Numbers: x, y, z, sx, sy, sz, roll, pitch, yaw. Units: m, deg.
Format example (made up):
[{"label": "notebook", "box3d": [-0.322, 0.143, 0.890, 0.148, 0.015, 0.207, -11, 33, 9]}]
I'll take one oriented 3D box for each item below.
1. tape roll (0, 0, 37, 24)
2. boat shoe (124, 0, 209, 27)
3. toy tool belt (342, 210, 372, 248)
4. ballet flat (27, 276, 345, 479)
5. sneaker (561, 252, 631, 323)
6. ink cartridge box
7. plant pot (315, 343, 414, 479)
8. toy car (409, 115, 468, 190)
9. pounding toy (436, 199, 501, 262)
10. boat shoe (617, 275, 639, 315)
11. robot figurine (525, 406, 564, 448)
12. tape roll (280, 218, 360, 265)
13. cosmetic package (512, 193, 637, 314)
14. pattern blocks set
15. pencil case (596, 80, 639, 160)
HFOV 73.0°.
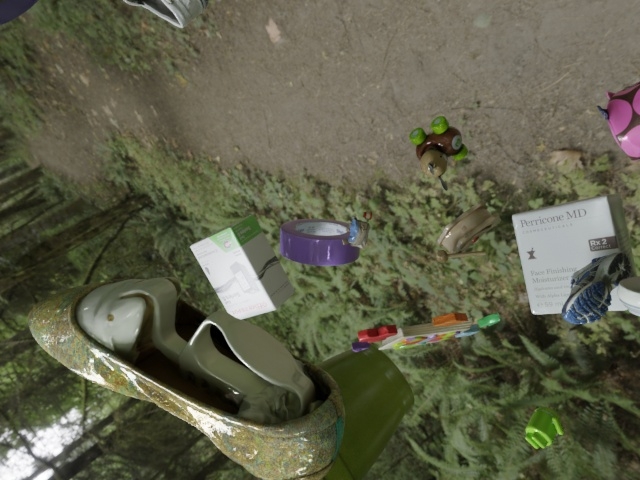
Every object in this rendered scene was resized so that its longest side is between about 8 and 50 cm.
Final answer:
[{"label": "tape roll", "box3d": [-0.362, -0.312, 0.424, 0.080, 0.189, 0.189, 42, 156, -2]}, {"label": "boat shoe", "box3d": [-0.326, -0.459, 0.760, 0.267, 0.088, 0.096, 32, 166, 2]}, {"label": "toy tool belt", "box3d": [0.079, -0.027, 0.934, 0.052, 0.051, 0.083, -118, 39, -78]}, {"label": "ballet flat", "box3d": [-0.132, 0.101, 0.415, 0.348, 0.123, 0.123, 25, 149, 14]}, {"label": "sneaker", "box3d": [0.395, 0.072, 0.639, 0.052, 0.135, 0.058, 53, 164, -9]}, {"label": "ink cartridge box", "box3d": [-0.232, 0.087, 1.299, 0.198, 0.115, 0.273, -21, 102, 36]}, {"label": "plant pot", "box3d": [0.070, 0.491, 1.251, 0.366, 0.353, 0.367, 47, 158, 25]}, {"label": "toy car", "box3d": [0.362, -0.248, 1.317, 0.148, 0.189, 0.155, -23, 133, 35]}, {"label": "pounding toy", "box3d": [0.497, 0.005, 1.439, 0.155, 0.269, 0.154, 52, 175, 24]}, {"label": "boat shoe", "box3d": [0.426, 0.093, 0.434, 0.227, 0.079, 0.081, 9, 110, 20]}, {"label": "robot figurine", "box3d": [0.586, 0.488, 1.137, 0.067, 0.115, 0.101, 42, 148, 9]}, {"label": "tape roll", "box3d": [0.000, 0.000, 1.472, 0.274, 0.274, 0.090, 22, 115, 50]}, {"label": "cosmetic package", "box3d": [0.455, 0.023, 0.769, 0.151, 0.151, 0.184, -14, 87, 41]}, {"label": "pattern blocks set", "box3d": [0.230, 0.210, 0.962, 0.285, 0.324, 0.026, 93, 167, -67]}, {"label": "pencil case", "box3d": [0.447, -0.173, 0.491, 0.209, 0.095, 0.098, -21, 63, 49]}]
